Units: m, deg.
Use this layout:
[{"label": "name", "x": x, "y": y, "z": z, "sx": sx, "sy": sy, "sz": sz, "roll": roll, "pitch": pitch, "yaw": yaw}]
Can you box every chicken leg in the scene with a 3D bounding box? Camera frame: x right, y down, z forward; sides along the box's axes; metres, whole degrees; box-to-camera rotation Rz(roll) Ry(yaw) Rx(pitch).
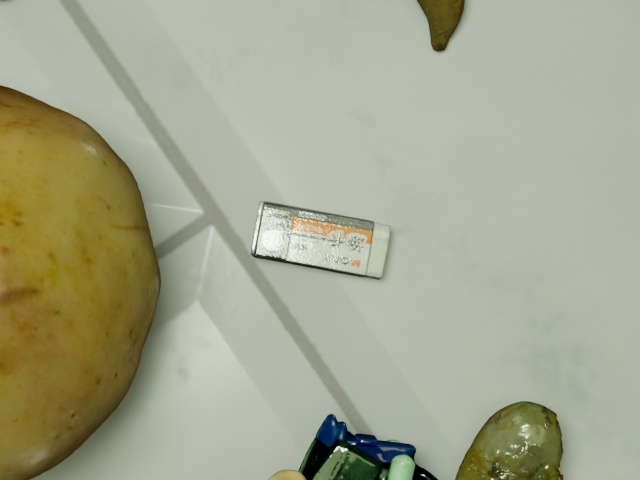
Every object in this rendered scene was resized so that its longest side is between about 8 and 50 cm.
[{"label": "chicken leg", "x": 0.155, "y": 0.224, "z": 1.162, "sx": 0.093, "sy": 0.070, "sz": 0.178, "roll": 41, "pitch": 92, "yaw": 19}]

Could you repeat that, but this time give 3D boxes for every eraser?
[{"label": "eraser", "x": 0.000, "y": 0.000, "z": 1.191, "sx": 0.122, "sy": 0.029, "sz": 0.052, "roll": 11, "pitch": 85, "yaw": -1}]

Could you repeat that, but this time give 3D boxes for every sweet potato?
[{"label": "sweet potato", "x": 0.095, "y": -0.302, "z": 1.212, "sx": 0.069, "sy": 0.059, "sz": 0.250, "roll": 0, "pitch": 81, "yaw": -23}]

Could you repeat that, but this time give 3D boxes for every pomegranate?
[{"label": "pomegranate", "x": -0.283, "y": 0.048, "z": 1.049, "sx": 0.338, "sy": 0.338, "sz": 0.338, "roll": 0, "pitch": 85, "yaw": -3}]

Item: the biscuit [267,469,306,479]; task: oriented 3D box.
[{"label": "biscuit", "x": -0.025, "y": 0.324, "z": 1.050, "sx": 0.160, "sy": 0.030, "sz": 0.250, "roll": -29, "pitch": 90, "yaw": 1}]

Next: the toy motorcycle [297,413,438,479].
[{"label": "toy motorcycle", "x": -0.020, "y": 0.312, "z": 1.120, "sx": 0.196, "sy": 0.125, "sz": 0.331, "roll": 26, "pitch": 88, "yaw": -1}]
